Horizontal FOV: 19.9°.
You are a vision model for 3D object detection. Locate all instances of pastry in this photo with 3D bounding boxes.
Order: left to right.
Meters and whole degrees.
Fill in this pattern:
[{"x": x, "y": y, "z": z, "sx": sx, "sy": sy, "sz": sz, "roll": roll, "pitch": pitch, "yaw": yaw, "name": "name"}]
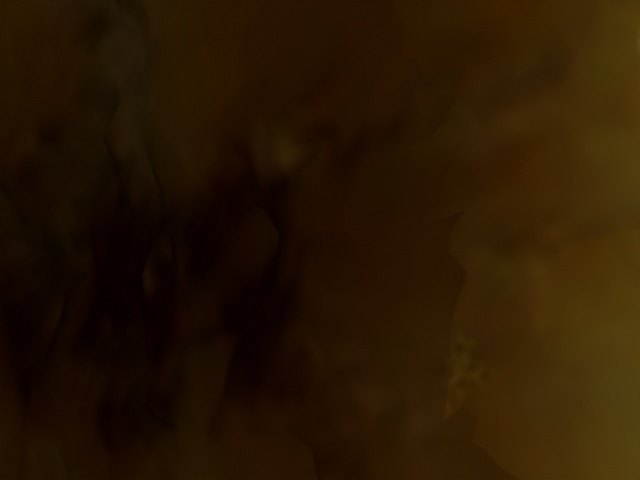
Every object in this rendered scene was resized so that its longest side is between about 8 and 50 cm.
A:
[{"x": 0.000, "y": 0.000, "z": 0.495, "sx": 0.245, "sy": 0.409, "sz": 0.410, "roll": 1, "pitch": 67, "yaw": -42, "name": "pastry"}]
